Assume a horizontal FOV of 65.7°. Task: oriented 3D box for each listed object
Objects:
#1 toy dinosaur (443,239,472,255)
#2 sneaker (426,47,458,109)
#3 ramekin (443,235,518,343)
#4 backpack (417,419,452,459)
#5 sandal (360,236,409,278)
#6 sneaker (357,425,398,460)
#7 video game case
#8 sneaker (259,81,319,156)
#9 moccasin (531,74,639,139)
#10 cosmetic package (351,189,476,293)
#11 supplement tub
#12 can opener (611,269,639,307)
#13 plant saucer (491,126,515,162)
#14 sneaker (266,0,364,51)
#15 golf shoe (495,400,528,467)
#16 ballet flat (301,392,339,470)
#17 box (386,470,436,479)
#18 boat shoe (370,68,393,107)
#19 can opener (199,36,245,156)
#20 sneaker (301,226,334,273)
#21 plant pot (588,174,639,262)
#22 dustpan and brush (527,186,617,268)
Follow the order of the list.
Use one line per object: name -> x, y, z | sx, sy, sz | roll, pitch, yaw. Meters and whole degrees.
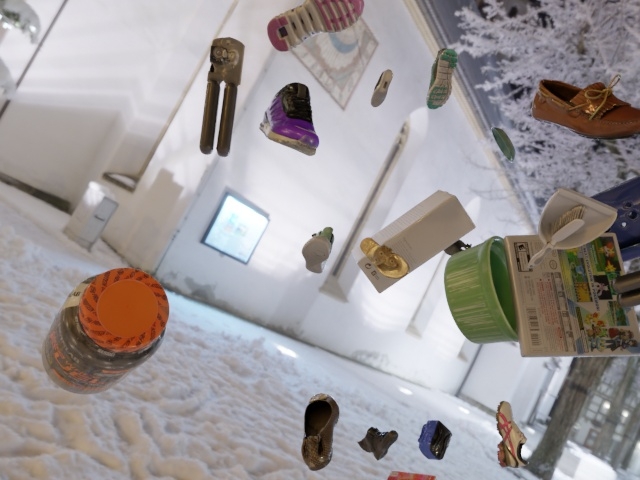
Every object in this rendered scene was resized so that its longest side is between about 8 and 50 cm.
toy dinosaur -> 0.555, 0.011, 2.140 | 0.160, 0.121, 0.314 | -21, 66, -46
sneaker -> 0.326, -0.442, 1.350 | 0.064, 0.167, 0.076 | 7, 35, -10
ramekin -> 0.481, 0.152, 1.422 | 0.148, 0.304, 0.303 | -21, -37, 36
backpack -> 0.405, 0.725, 1.780 | 0.098, 0.120, 0.101 | 42, -39, -15
sandal -> 0.198, 0.048, 1.695 | 0.079, 0.088, 0.240 | 39, 2, -42
sneaker -> 0.170, 0.595, 1.488 | 0.051, 0.170, 0.089 | -11, 45, -33
video game case -> 0.656, 0.139, 1.305 | 0.299, 0.329, 0.036 | -1, -22, 2
sneaker -> -0.066, -0.301, 1.174 | 0.102, 0.146, 0.293 | 18, 15, -28
moccasin -> 0.748, -0.376, 1.366 | 0.380, 0.139, 0.147 | -122, -162, -58
cosmetic package -> 0.359, -0.003, 1.984 | 0.162, 0.453, 0.230 | 54, 5, -11
supplement tub -> -0.458, 0.196, 1.059 | 0.207, 0.207, 0.338 | 29, -40, -21
can opener -> 0.757, 0.065, 1.025 | 0.074, 0.280, 0.093 | 64, 19, -7
plant saucer -> 0.542, -0.286, 1.457 | 0.119, 0.021, 0.119 | 55, 13, -20
sneaker -> -0.008, -0.524, 1.156 | 0.236, 0.105, 0.095 | -11, -62, 24
golf shoe -> 0.564, 0.567, 1.455 | 0.085, 0.186, 0.067 | -14, -32, 33
ballet flat -> -0.007, 0.393, 1.071 | 0.250, 0.084, 0.058 | -72, 138, -76
box -> 0.226, 0.793, 1.338 | 0.142, 0.154, 0.300 | -7, 14, 29
boat shoe -> 0.218, -0.548, 1.789 | 0.049, 0.142, 0.040 | 23, 8, -24
can opener -> -0.223, -0.323, 1.127 | 0.075, 0.284, 0.095 | 7, -9, -9
sneaker -> 0.000, 0.000, 1.666 | 0.094, 0.151, 0.256 | 17, -23, 2
plant pot -> 0.913, -0.063, 1.429 | 0.235, 0.212, 0.236 | -9, -15, -45
dustpan and brush -> 0.530, -0.011, 1.105 | 0.147, 0.060, 0.211 | 21, -38, -6
